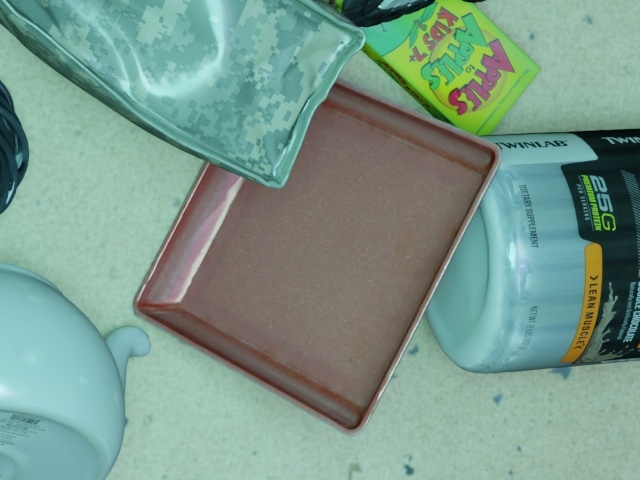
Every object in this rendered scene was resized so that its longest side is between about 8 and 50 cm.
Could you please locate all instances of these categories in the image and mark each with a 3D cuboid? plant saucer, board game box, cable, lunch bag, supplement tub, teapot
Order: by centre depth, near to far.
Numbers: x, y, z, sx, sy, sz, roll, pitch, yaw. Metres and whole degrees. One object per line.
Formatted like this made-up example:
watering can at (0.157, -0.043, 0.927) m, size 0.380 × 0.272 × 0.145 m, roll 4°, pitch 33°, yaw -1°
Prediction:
lunch bag at (-0.144, -0.185, 1.325) m, size 0.287 × 0.235 × 0.169 m, roll 27°, pitch 94°, yaw -21°
teapot at (-0.279, 0.098, 1.348) m, size 0.252 × 0.256 × 0.187 m, roll -10°, pitch 57°, yaw 3°
cable at (-0.308, -0.076, 1.366) m, size 0.150 × 0.047 × 0.184 m, roll -21°, pitch 78°, yaw -29°
plant saucer at (0.000, 0.000, 1.426) m, size 0.048 × 0.259 × 0.258 m, roll 30°, pitch 87°, yaw -58°
supplement tub at (0.270, 0.004, 1.511) m, size 0.338 × 0.207 × 0.207 m, roll -4°, pitch 99°, yaw -18°
board game box at (0.099, -0.176, 1.512) m, size 0.181 × 0.043 × 0.092 m, roll 41°, pitch 84°, yaw -19°

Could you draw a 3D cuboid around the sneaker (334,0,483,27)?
sneaker at (0.105, -0.268, 1.430) m, size 0.300 × 0.111 × 0.121 m, roll -18°, pitch 76°, yaw -47°
